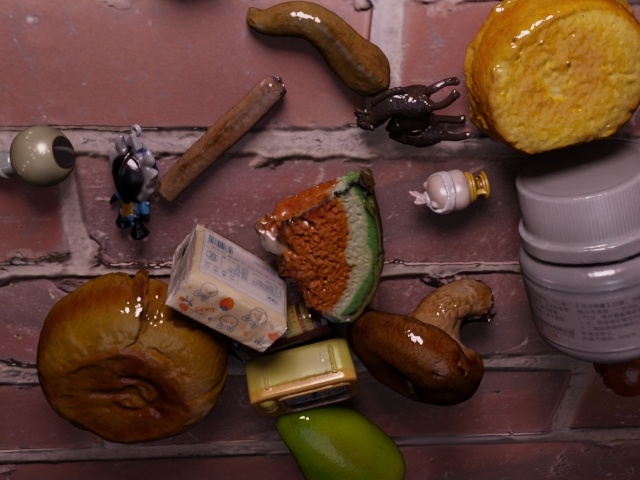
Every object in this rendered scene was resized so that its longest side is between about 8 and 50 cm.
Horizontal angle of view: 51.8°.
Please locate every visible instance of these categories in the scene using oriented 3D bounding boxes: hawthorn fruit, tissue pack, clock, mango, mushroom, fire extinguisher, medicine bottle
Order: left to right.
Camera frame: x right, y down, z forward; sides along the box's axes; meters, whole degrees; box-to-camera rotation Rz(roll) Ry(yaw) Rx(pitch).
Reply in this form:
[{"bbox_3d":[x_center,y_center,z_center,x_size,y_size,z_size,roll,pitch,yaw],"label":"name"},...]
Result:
[{"bbox_3d":[-0.153,0.082,1.115,0.196,0.148,0.092,31,120,-24],"label":"tissue pack"},{"bbox_3d":[-0.097,0.186,1.235,0.252,0.075,0.106,-19,116,7],"label":"fire extinguisher"},{"bbox_3d":[-0.033,0.265,1.259,0.202,0.096,0.143,-15,150,-1],"label":"clock"},{"bbox_3d":[0.036,0.445,1.388,0.192,0.156,0.343,-42,115,10],"label":"mango"},{"bbox_3d":[0.173,0.184,1.200,0.267,0.255,0.267,10,135,10],"label":"mushroom"},{"bbox_3d":[0.447,0.015,1.069,0.245,0.245,0.306,-17,116,7],"label":"medicine bottle"},{"bbox_3d":[0.623,0.243,1.320,0.137,0.133,0.133,-29,123,4],"label":"hawthorn fruit"}]

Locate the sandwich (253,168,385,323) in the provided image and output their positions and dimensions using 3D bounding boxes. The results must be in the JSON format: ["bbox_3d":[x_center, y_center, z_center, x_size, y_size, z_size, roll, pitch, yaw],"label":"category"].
[{"bbox_3d":[0.012,0.007,1.109,0.212,0.109,0.292,-12,123,11],"label":"sandwich"}]

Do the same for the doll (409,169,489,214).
[{"bbox_3d":[0.210,-0.076,1.092,0.127,0.073,0.084,-11,157,-1],"label":"doll"}]

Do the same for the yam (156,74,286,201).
[{"bbox_3d":[-0.153,-0.156,1.008,0.264,0.046,0.046,-40,120,20],"label":"yam"}]

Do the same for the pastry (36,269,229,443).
[{"bbox_3d":[-0.334,0.217,1.183,0.355,0.164,0.356,-2,123,-4],"label":"pastry"}]

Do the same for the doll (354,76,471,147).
[{"bbox_3d":[0.137,-0.187,0.992,0.165,0.057,0.139,-11,153,11],"label":"doll"}]

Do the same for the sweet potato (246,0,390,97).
[{"bbox_3d":[0.009,-0.279,0.931,0.233,0.062,0.081,27,119,-19],"label":"sweet potato"}]

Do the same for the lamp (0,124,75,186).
[{"bbox_3d":[-0.451,-0.120,0.989,0.163,0.091,0.091,-6,127,18],"label":"lamp"}]

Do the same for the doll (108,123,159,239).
[{"bbox_3d":[-0.291,-0.092,1.024,0.096,0.070,0.195,29,129,19],"label":"doll"}]

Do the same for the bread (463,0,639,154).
[{"bbox_3d":[0.333,-0.243,0.937,0.268,0.146,0.269,-2,121,-3],"label":"bread"}]
